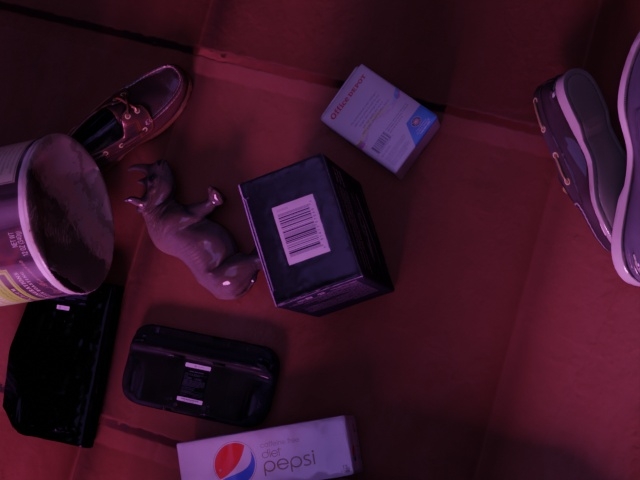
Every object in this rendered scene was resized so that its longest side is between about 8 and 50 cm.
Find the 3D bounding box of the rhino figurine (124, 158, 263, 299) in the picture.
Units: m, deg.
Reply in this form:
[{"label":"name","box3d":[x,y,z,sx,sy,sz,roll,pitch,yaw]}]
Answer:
[{"label":"rhino figurine","box3d":[-0.161,-0.021,1.563,0.243,0.073,0.106,40,90,16]}]

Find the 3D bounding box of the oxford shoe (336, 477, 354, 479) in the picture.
[{"label":"oxford shoe","box3d":[0.167,0.349,1.428,0.348,0.123,0.130,26,74,9]}]

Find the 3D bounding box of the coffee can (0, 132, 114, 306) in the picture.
[{"label":"coffee can","box3d":[-0.427,-0.012,1.538,0.275,0.201,0.201,-10,80,19]}]

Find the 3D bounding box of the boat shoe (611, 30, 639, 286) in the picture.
[{"label":"boat shoe","box3d":[0.407,-0.105,1.403,0.116,0.099,0.319,10,85,-25]}]

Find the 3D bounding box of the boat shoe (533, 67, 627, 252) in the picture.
[{"label":"boat shoe","box3d":[0.319,-0.088,1.464,0.069,0.081,0.228,-19,89,55]}]

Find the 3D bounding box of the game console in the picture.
[{"label":"game console","box3d":[-0.232,0.171,1.570,0.361,0.044,0.213,10,85,16]}]

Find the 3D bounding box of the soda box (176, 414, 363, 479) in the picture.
[{"label":"soda box","box3d":[-0.062,0.266,1.504,0.216,0.069,0.074,-11,80,11]}]

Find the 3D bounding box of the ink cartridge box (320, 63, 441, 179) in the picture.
[{"label":"ink cartridge box","box3d":[0.075,-0.148,1.534,0.122,0.052,0.088,37,92,14]}]

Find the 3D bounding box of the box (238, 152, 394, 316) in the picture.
[{"label":"box","box3d":[0.000,0.000,1.452,0.108,0.207,0.153,-20,78,10]}]

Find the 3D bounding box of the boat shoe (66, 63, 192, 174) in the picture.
[{"label":"boat shoe","box3d":[-0.257,-0.156,1.603,0.207,0.073,0.073,-43,72,3]}]
